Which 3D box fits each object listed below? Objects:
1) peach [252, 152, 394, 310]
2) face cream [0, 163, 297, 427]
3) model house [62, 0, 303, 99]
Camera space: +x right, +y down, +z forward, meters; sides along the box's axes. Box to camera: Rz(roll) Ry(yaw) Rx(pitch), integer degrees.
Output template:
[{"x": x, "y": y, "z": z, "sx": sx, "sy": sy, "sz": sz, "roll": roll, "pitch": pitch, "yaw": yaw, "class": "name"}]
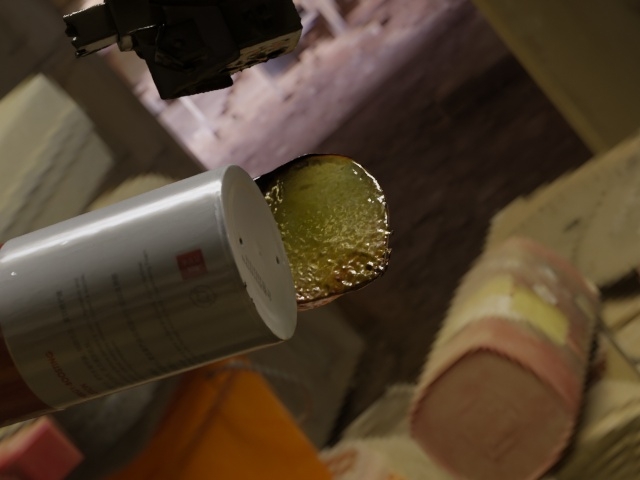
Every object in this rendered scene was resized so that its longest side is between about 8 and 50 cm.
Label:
[{"x": 0.001, "y": 0.001, "z": 1.807, "sx": 0.189, "sy": 0.068, "sz": 0.279, "roll": -56, "pitch": 40, "yaw": -3, "class": "peach"}, {"x": -0.128, "y": 0.037, "z": 0.886, "sx": 0.214, "sy": 0.096, "sz": 0.096, "roll": -18, "pitch": 23, "yaw": 14, "class": "face cream"}, {"x": -0.168, "y": -0.274, "z": 1.876, "sx": 0.243, "sy": 0.211, "sz": 0.204, "roll": -22, "pitch": -7, "yaw": -9, "class": "model house"}]
